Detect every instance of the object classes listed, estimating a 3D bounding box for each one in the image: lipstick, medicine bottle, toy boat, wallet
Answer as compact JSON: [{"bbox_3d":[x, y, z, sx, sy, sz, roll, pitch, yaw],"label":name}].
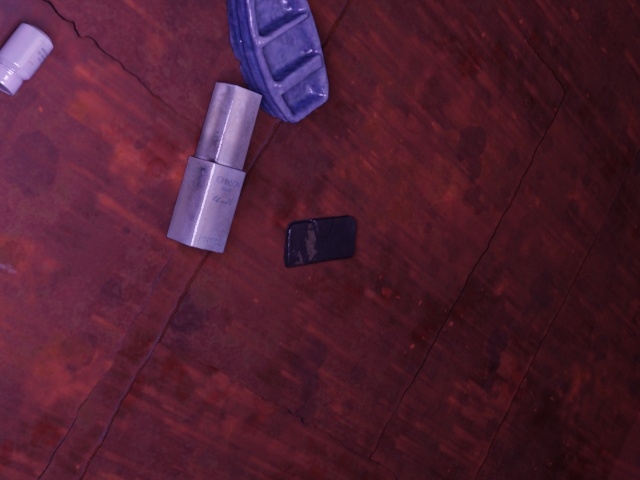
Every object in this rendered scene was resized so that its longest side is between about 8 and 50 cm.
[{"bbox_3d":[-0.159,-0.112,1.616,0.079,0.077,0.253,13,94,-44],"label":"lipstick"},{"bbox_3d":[-0.395,-0.237,1.380,0.052,0.052,0.089,45,71,-41],"label":"medicine bottle"},{"bbox_3d":[-0.071,-0.324,1.634,0.127,0.078,0.283,-37,124,-28],"label":"toy boat"},{"bbox_3d":[0.000,0.000,1.838,0.156,0.018,0.082,-6,106,-40],"label":"wallet"}]
